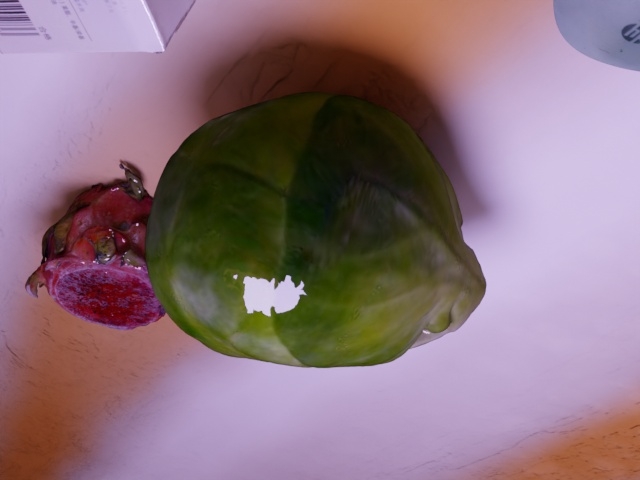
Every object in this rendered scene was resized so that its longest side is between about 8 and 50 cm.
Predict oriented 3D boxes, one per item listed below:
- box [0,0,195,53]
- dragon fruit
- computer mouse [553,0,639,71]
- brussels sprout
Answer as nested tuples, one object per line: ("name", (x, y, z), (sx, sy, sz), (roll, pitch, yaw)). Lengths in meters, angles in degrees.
("box", (-0.256, -0.313, 0.899), (0.203, 0.116, 0.274), (3, 140, 24))
("dragon fruit", (-0.290, 0.031, 1.338), (0.211, 0.147, 0.282), (20, 146, 2))
("computer mouse", (0.270, -0.244, 0.742), (0.159, 0.097, 0.288), (18, 145, 8))
("brussels sprout", (0.003, -0.004, 1.031), (0.354, 0.289, 0.281), (25, 160, -25))
